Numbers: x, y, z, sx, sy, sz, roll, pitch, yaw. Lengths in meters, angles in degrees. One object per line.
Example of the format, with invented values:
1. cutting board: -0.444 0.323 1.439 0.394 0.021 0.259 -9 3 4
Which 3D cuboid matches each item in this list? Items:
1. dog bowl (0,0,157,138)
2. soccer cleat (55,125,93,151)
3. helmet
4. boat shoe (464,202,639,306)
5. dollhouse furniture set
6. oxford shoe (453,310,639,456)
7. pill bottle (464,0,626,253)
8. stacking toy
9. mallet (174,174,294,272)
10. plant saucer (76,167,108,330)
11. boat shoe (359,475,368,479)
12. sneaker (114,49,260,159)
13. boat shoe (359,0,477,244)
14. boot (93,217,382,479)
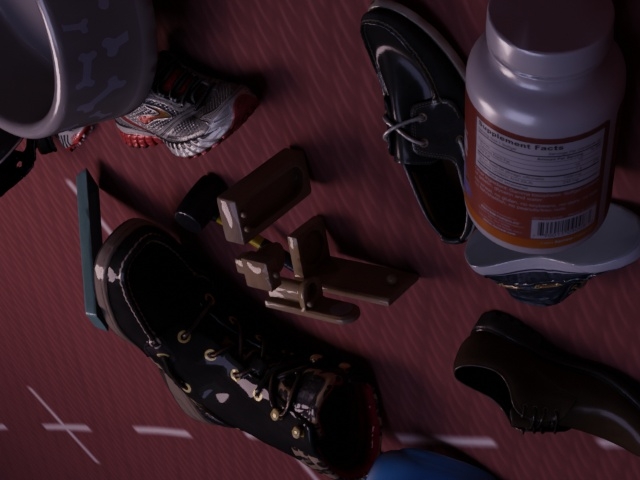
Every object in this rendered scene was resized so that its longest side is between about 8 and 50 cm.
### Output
1. dog bowl: -0.311 -0.256 1.472 0.349 0.102 0.348 34 142 32
2. soccer cleat: -0.296 -0.130 1.780 0.035 0.029 0.083 42 157 -10
3. helmet: -0.409 -0.129 1.781 0.169 0.169 0.161 27 166 25
4. boat shoe: 0.222 0.014 1.318 0.183 0.065 0.083 -5 149 44
5. dollhouse furniture set: 0.000 0.000 1.505 0.123 0.144 0.151 12 126 35
6. oxford shoe: 0.232 0.164 1.470 0.227 0.096 0.083 26 146 24
7. pill bottle: 0.171 -0.098 1.150 0.121 0.121 0.216 28 148 24
8. stacking toy: 0.137 0.384 1.863 0.175 0.165 0.302 16 158 12
9. mallet: -0.067 -0.008 1.671 0.190 0.062 0.039 27 153 -3
10. plant saucer: -0.277 0.012 1.813 0.018 0.192 0.067 -9 159 2
11. boat shoe: 0.059 0.290 1.912 0.137 0.049 0.043 25 150 18
12. sneaker: -0.153 -0.142 1.524 0.225 0.088 0.092 7 135 46
13. boat shoe: 0.092 -0.101 1.292 0.084 0.079 0.233 10 138 46
14. boot: -0.092 0.139 1.788 0.284 0.138 0.377 21 149 35
